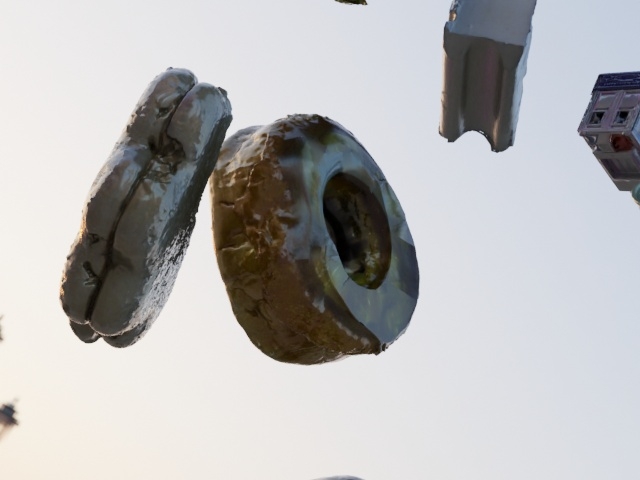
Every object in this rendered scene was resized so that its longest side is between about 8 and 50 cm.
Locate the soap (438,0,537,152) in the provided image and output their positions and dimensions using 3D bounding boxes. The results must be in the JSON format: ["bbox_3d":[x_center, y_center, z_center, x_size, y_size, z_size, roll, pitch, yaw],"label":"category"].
[{"bbox_3d":[0.317,-0.362,1.953,0.158,0.258,0.302,9,-32,8],"label":"soap"}]

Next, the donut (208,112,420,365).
[{"bbox_3d":[0.000,0.000,1.290,0.159,0.330,0.330,-15,-49,45],"label":"donut"}]

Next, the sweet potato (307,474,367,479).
[{"bbox_3d":[0.031,0.338,1.237,0.359,0.112,0.112,-1,-38,41],"label":"sweet potato"}]

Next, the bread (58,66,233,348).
[{"bbox_3d":[-0.192,-0.011,1.076,0.101,0.183,0.337,23,-61,-2],"label":"bread"}]

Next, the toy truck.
[{"bbox_3d":[0.539,-0.147,1.688,0.124,0.155,0.268,5,-30,47],"label":"toy truck"}]

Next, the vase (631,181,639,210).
[{"bbox_3d":[0.576,0.073,1.631,0.165,0.165,0.360,5,-54,39],"label":"vase"}]

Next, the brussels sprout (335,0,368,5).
[{"bbox_3d":[0.037,-0.384,1.517,0.058,0.085,0.085,-11,-41,20],"label":"brussels sprout"}]
